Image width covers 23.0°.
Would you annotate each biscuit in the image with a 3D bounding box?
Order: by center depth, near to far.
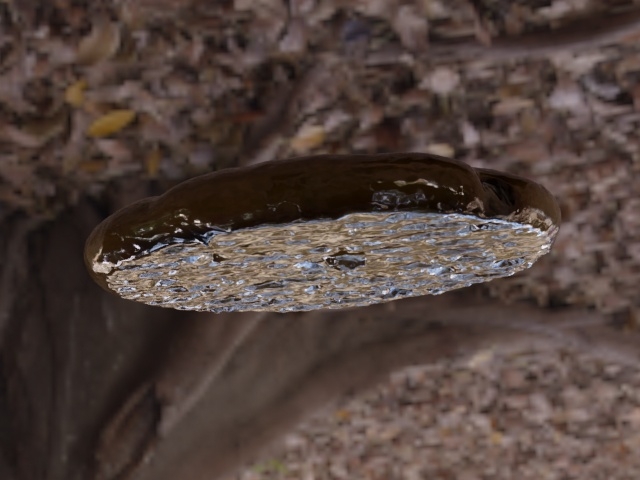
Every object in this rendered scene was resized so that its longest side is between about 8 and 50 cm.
[{"bbox_3d":[0.000,0.000,0.701,0.212,0.036,0.212,-4,167,-1],"label":"biscuit"}]
